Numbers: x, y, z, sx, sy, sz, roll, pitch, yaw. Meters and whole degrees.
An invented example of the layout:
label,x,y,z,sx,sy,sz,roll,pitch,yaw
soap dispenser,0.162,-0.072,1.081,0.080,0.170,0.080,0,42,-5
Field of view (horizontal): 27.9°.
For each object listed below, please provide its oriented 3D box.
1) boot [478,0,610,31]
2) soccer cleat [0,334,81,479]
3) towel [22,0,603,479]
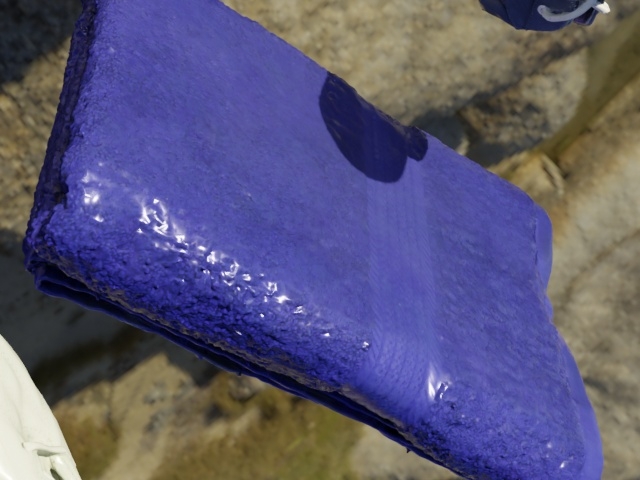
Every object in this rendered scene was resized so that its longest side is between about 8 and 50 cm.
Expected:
label,x,y,z,sx,sy,sz,roll,pitch,yaw
boot,0.126,-0.133,0.574,0.069,0.190,0.086,-5,107,-15
soccer cleat,-0.066,0.104,0.345,0.076,0.196,0.068,-26,163,25
towel,0.000,0.000,0.652,0.308,0.227,0.076,30,124,-24
